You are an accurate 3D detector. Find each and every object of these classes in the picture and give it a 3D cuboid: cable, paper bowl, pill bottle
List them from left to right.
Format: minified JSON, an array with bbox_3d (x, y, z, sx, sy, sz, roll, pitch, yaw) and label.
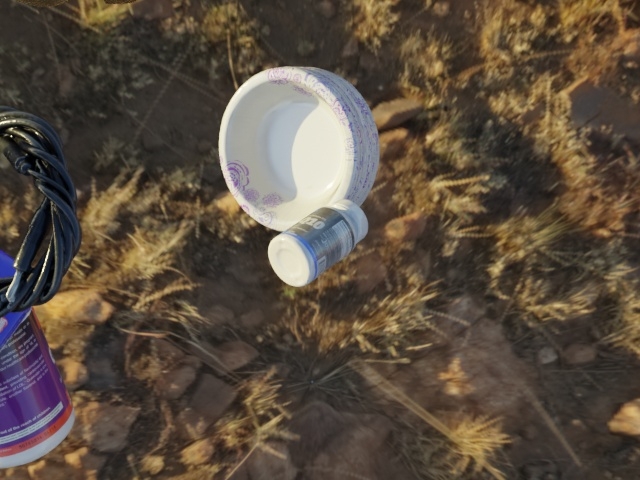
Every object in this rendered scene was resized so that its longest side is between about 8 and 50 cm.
[{"bbox_3d":[-0.256,-0.031,0.708,0.151,0.047,0.184,-27,69,21],"label":"cable"},{"bbox_3d":[-0.535,0.198,1.499,0.182,0.181,0.322,-15,114,-3],"label":"pill bottle"},{"bbox_3d":[-0.027,-0.162,1.613,0.284,0.148,0.284,6,102,30],"label":"paper bowl"},{"bbox_3d":[0.000,0.000,1.259,0.078,0.078,0.137,49,49,6],"label":"pill bottle"}]

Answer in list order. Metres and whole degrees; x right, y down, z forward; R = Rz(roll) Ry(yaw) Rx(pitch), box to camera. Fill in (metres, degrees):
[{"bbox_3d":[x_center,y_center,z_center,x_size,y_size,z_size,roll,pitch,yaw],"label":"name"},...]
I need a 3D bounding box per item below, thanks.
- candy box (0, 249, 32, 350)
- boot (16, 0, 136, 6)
[{"bbox_3d":[-0.526,0.070,1.039,0.317,0.122,0.268,39,50,-15],"label":"candy box"},{"bbox_3d":[-0.410,-0.497,1.467,0.284,0.109,0.220,1,74,4],"label":"boot"}]
